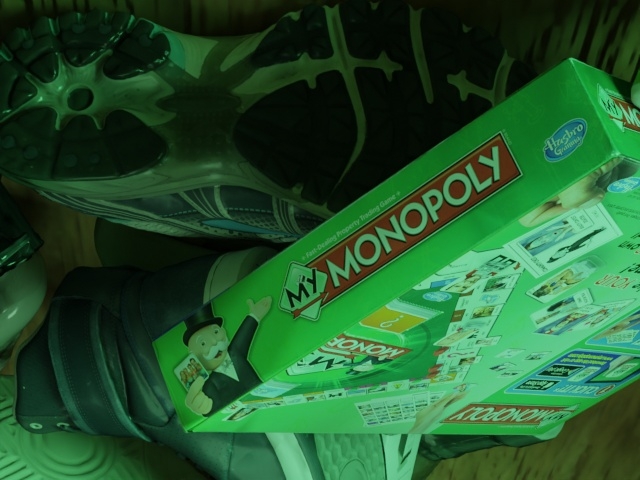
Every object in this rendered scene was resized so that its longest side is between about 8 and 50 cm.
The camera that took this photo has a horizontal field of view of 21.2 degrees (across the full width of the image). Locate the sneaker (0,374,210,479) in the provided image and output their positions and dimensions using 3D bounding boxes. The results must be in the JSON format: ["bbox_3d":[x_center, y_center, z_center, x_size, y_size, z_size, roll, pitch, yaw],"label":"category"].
[{"bbox_3d":[-0.106,0.206,1.037,0.350,0.131,0.148,25,134,-2],"label":"sneaker"}]

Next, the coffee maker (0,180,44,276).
[{"bbox_3d":[-0.207,-0.047,0.752,0.171,0.120,0.178,-29,96,45],"label":"coffee maker"}]

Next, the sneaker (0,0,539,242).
[{"bbox_3d":[-0.017,-0.049,0.820,0.283,0.110,0.122,8,165,10],"label":"sneaker"}]

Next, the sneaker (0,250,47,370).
[{"bbox_3d":[-0.222,0.047,1.044,0.094,0.090,0.235,13,156,-37],"label":"sneaker"}]

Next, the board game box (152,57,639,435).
[{"bbox_3d":[0.104,0.021,0.767,0.213,0.046,0.317,-33,158,26],"label":"board game box"}]

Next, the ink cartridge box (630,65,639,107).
[{"bbox_3d":[0.172,-0.104,0.561,0.255,0.097,0.189,30,158,-23],"label":"ink cartridge box"}]

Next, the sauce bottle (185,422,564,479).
[{"bbox_3d":[-0.004,0.125,1.088,0.344,0.111,0.111,-16,143,37],"label":"sauce bottle"}]

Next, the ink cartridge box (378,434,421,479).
[{"bbox_3d":[0.007,0.092,0.974,0.099,0.056,0.135,19,111,22],"label":"ink cartridge box"}]

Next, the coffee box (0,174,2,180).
[{"bbox_3d":[-0.310,0.041,0.950,0.119,0.168,0.297,27,146,-31],"label":"coffee box"}]

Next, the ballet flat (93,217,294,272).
[{"bbox_3d":[0.000,0.000,0.909,0.248,0.086,0.086,6,151,3],"label":"ballet flat"}]

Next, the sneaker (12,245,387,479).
[{"bbox_3d":[-0.064,0.099,0.902,0.163,0.086,0.226,-6,126,26],"label":"sneaker"}]
